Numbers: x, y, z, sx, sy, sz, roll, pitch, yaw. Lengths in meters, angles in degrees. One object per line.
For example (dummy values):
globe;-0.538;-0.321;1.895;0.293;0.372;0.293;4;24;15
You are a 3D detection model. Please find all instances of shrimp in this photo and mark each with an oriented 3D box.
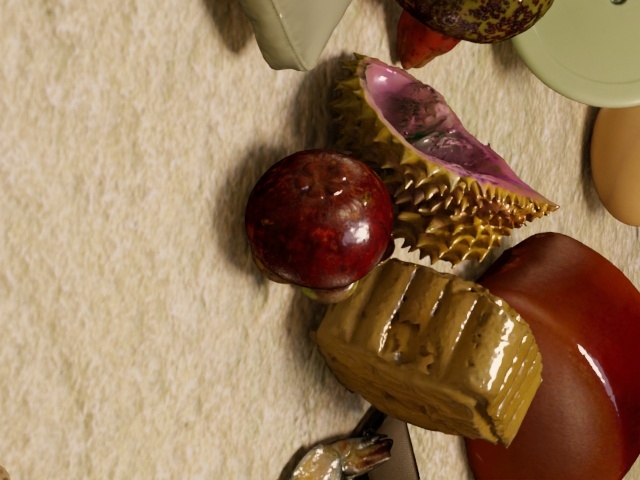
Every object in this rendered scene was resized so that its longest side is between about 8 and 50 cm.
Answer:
shrimp;0.058;0.324;1.610;0.365;0.071;0.233;-19;110;-43

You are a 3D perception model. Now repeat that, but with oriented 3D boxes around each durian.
durian;0.089;-0.094;1.467;0.154;0.260;0.186;-44;129;6

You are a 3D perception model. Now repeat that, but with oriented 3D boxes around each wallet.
wallet;0.085;0.293;1.707;0.110;0.031;0.198;-48;136;-42

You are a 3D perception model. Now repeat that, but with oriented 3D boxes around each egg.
egg;0.516;-0.140;2.154;0.201;0.201;0.244;18;95;-58

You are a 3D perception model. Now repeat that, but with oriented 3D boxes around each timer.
timer;0.400;-0.348;1.904;0.315;0.291;0.291;-59;149;-73

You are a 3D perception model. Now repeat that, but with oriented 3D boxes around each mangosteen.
mangosteen;0.000;0.002;1.399;0.146;0.156;0.181;-83;179;-60

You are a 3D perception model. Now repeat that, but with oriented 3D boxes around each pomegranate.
pomegranate;0.151;-0.291;1.562;0.214;0.214;0.248;-29;159;-53

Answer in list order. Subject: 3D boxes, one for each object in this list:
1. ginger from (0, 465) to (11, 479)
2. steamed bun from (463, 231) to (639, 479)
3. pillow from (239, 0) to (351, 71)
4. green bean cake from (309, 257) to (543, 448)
ginger;-0.284;0.229;1.056;0.137;0.074;0.213;32;63;-56
steamed bun;0.331;0.192;1.878;0.235;0.248;0.379;-43;132;-45
pillow;-0.002;-0.351;1.330;0.322;0.120;0.255;-59;141;-31
green bean cake;0.120;0.126;1.529;0.131;0.224;0.229;-64;155;-17
